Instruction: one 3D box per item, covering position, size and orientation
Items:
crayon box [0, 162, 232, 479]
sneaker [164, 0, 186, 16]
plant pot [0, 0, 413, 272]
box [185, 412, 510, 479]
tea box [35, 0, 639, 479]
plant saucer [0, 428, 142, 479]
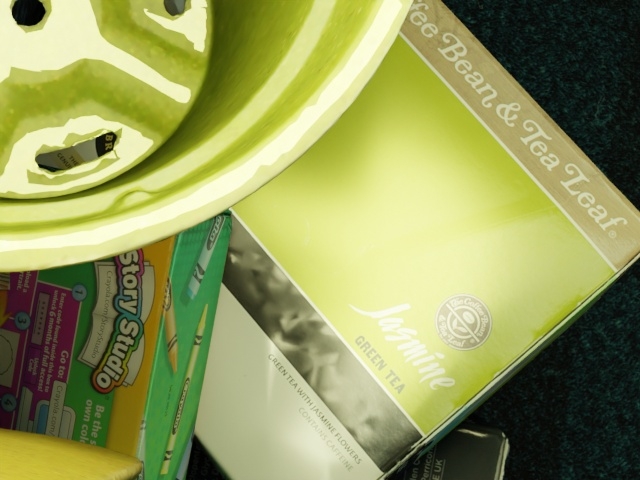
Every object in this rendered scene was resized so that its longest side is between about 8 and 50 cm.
[{"bbox_3d":[-0.165,0.100,0.850,0.081,0.165,0.278,-11,113,-70],"label":"crayon box"},{"bbox_3d":[-0.122,-0.147,1.169,0.090,0.115,0.232,-68,174,-86],"label":"sneaker"},{"bbox_3d":[-0.118,-0.116,0.529,0.254,0.276,0.276,150,-48,-78],"label":"plant pot"},{"bbox_3d":[-0.056,0.225,1.226,0.293,0.396,0.211,68,32,-85],"label":"box"},{"bbox_3d":[0.000,0.000,1.002,0.323,0.329,0.220,-39,169,-8],"label":"tea box"},{"bbox_3d":[-0.195,0.158,0.332,0.333,0.081,0.333,-47,177,-7],"label":"plant saucer"}]
